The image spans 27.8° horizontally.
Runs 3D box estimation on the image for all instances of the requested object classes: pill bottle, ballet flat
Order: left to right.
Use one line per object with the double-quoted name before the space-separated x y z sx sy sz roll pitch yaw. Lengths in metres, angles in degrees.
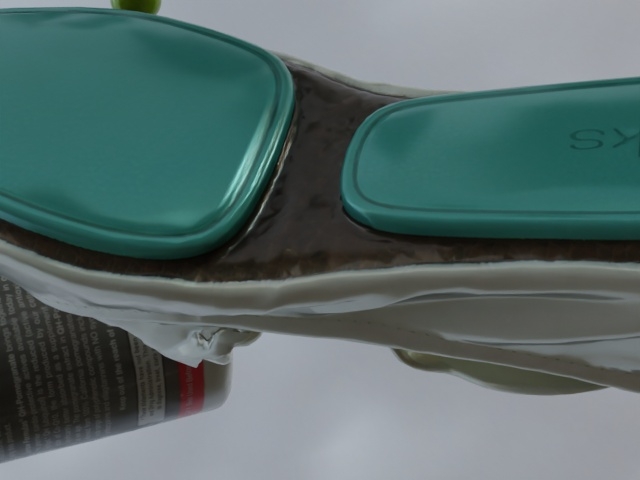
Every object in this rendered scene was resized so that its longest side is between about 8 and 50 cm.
"pill bottle" -0.236 0.072 0.923 0.319 0.176 0.176 -12 -67 -17
"ballet flat" 0.000 0.000 0.490 0.400 0.139 0.139 7 -68 18

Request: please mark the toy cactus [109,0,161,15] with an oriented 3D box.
"toy cactus" -0.120 -0.223 0.691 0.112 0.180 0.219 -4 -51 30
